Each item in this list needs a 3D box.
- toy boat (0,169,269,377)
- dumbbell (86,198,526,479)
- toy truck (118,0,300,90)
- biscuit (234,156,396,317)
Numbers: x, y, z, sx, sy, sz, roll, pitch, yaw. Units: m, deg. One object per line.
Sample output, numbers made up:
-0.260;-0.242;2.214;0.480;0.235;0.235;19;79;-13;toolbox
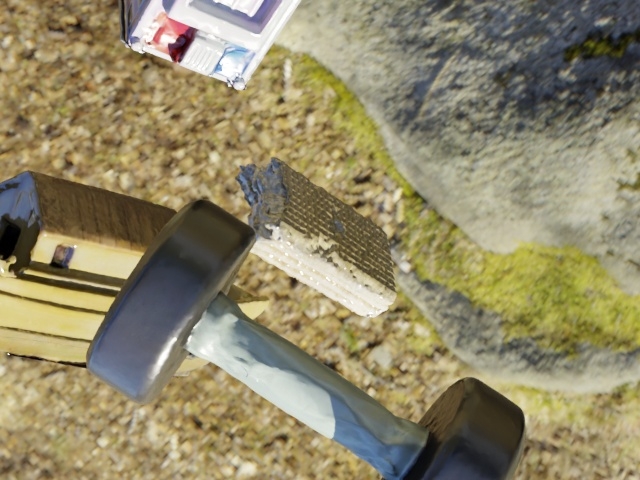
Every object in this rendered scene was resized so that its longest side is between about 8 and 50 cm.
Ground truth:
-0.215;0.028;1.037;0.136;0.445;0.162;25;93;37;toy boat
-0.006;0.070;0.526;0.191;0.100;0.100;34;128;-1;dumbbell
-0.036;-0.248;0.751;0.124;0.155;0.268;17;131;-27;toy truck
0.000;0.000;1.246;0.062;0.108;0.239;-27;142;29;biscuit
